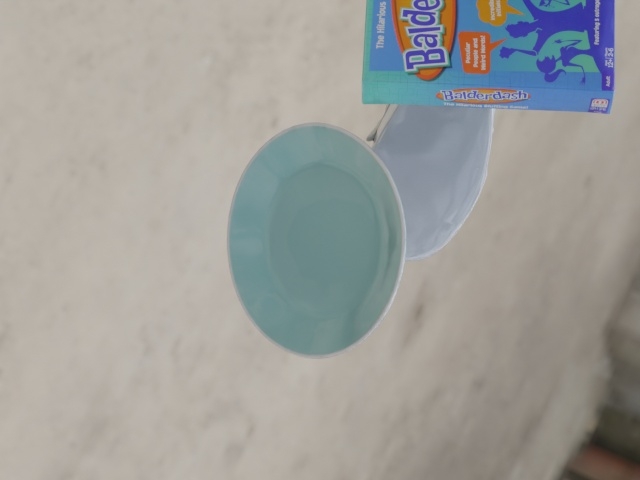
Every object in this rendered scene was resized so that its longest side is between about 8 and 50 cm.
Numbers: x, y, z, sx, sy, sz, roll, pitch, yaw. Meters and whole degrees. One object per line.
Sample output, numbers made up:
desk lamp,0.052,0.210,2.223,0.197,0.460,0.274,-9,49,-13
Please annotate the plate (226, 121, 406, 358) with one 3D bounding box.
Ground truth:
plate,0.000,0.000,1.579,0.024,0.188,0.188,1,113,-49

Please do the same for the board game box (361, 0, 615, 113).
board game box,0.143,-0.190,1.676,0.047,0.210,0.160,85,8,-67

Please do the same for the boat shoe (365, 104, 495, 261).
boat shoe,0.129,-0.161,2.186,0.156,0.136,0.367,-49,149,-82
